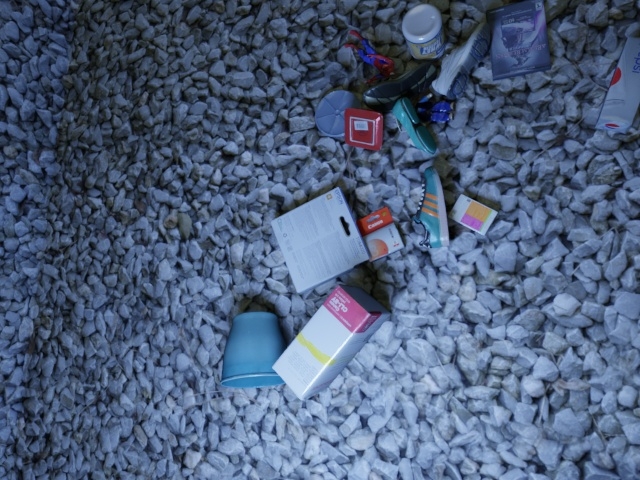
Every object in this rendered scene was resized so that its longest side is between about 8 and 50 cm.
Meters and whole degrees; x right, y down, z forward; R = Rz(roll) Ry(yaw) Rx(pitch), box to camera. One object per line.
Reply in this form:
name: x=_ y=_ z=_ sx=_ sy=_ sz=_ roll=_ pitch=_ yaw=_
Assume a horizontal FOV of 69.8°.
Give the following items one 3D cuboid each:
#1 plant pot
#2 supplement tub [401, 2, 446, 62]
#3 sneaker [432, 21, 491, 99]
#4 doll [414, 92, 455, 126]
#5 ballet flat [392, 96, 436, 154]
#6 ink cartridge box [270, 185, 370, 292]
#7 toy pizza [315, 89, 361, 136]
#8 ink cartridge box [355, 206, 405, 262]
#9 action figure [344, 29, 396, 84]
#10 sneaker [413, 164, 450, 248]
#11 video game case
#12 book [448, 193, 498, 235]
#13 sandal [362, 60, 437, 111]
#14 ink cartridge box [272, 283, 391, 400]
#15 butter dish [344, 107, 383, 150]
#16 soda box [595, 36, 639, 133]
plant pot: x=-0.251 y=0.421 z=1.782 sx=0.272 sy=0.271 sz=0.255 roll=-15 pitch=62 yaw=19
supplement tub: x=0.390 y=-0.762 z=1.705 sx=0.144 sy=0.200 sz=0.144 roll=-3 pitch=82 yaw=22
sneaker: x=0.517 y=-0.672 z=1.692 sx=0.129 sy=0.111 sz=0.297 roll=39 pitch=98 yaw=43
doll: x=0.413 y=-0.496 z=1.744 sx=0.189 sy=0.046 sz=0.129 roll=8 pitch=95 yaw=28
ballet flat: x=0.350 y=-0.420 z=1.740 sx=0.087 sy=0.083 sz=0.247 roll=-32 pitch=87 yaw=51
ink cartridge box: x=0.000 y=0.000 z=1.830 sx=0.330 sy=0.071 sz=0.324 roll=-25 pitch=74 yaw=13
toy pizza: x=0.075 y=-0.520 z=1.888 sx=0.201 sy=0.032 sz=0.201 roll=-3 pitch=82 yaw=20
ink cartridge box: x=0.225 y=-0.025 z=1.757 sx=0.145 sy=0.045 sz=0.179 roll=-26 pitch=77 yaw=16
action figure: x=0.184 y=-0.718 z=1.817 sx=0.280 sy=0.139 sz=0.091 roll=46 pitch=141 yaw=19
sneaker: x=0.392 y=-0.121 z=1.669 sx=0.121 sy=0.108 sz=0.302 roll=-8 pitch=81 yaw=16
video game case: x=0.717 y=-0.733 z=1.669 sx=0.196 sy=0.026 sz=0.274 roll=-6 pitch=80 yaw=21
book: x=0.546 y=-0.092 z=1.646 sx=0.144 sy=0.035 sz=0.096 roll=33 pitch=98 yaw=22
sandal: x=0.302 y=-0.594 z=1.769 sx=0.303 sy=0.120 sz=0.086 roll=-26 pitch=43 yaw=-2
ink cartridge box: x=0.045 y=0.356 z=1.648 sx=0.160 sy=0.279 sz=0.384 roll=41 pitch=98 yaw=22
butter dish: x=0.184 y=-0.452 z=1.798 sx=0.160 sy=0.118 sz=0.160 roll=16 pitch=133 yaw=23
soda box: x=0.996 y=-0.503 z=1.491 sx=0.098 sy=0.091 sz=0.286 roll=20 pitch=90 yaw=23
